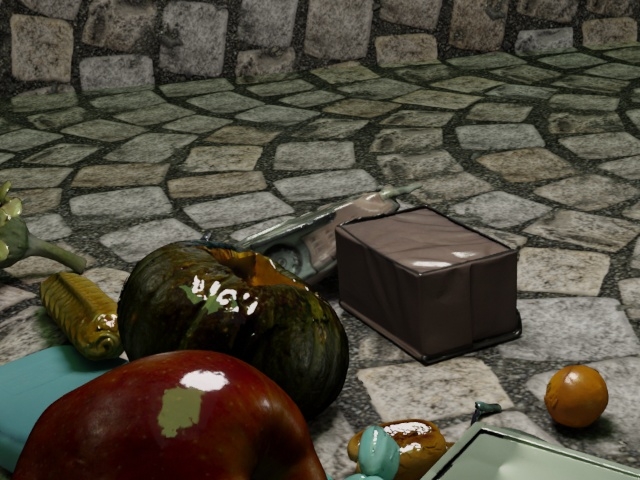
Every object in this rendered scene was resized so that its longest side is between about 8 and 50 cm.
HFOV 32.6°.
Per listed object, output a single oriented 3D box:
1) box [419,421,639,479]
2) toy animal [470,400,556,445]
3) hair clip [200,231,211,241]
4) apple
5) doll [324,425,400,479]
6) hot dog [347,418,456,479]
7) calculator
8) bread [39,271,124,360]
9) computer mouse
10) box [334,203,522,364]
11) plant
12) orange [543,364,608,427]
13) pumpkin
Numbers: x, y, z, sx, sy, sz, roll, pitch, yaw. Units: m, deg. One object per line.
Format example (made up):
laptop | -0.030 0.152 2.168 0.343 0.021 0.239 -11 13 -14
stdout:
box | 0.205 0.312 1.088 0.225 0.117 0.225 12 27 32
toy animal | 0.224 0.251 1.328 0.079 0.070 0.253 28 1 -17
hair clip | -0.236 0.063 1.784 0.187 0.056 0.146 -40 21 6
apple | -0.144 0.252 1.073 0.317 0.288 0.288 -9 15 36
doll | 0.053 0.285 1.208 0.159 0.059 0.158 -27 34 16
hot dog | 0.104 0.257 1.325 0.140 0.060 0.090 -17 29 -16
calculator | -0.340 0.224 1.474 0.256 0.054 0.386 -21 24 -39
bread | -0.361 0.109 1.666 0.084 0.077 0.367 2 8 -24
computer mouse | 0.001 0.006 1.826 0.389 0.115 0.199 -22 9 -7
box | 0.160 0.058 1.682 0.188 0.153 0.252 -14 25 -23
plant | -0.554 -0.027 1.852 0.297 0.261 0.306 -10 34 -16
orange | 0.328 0.200 1.402 0.083 0.083 0.083 -3 22 1
pumpkin | -0.121 0.118 1.451 0.320 0.192 0.320 20 13 -5
